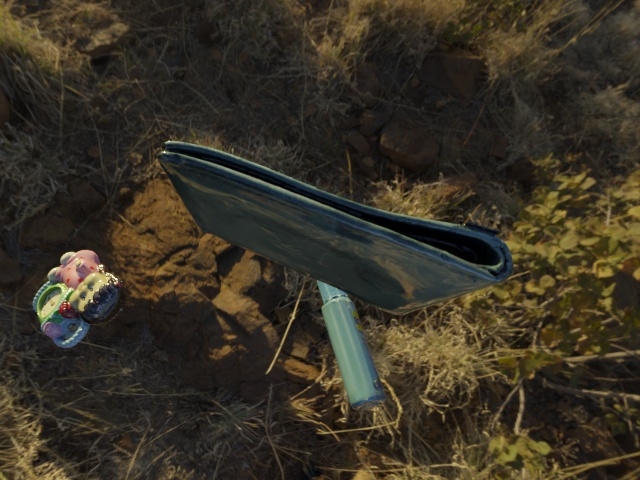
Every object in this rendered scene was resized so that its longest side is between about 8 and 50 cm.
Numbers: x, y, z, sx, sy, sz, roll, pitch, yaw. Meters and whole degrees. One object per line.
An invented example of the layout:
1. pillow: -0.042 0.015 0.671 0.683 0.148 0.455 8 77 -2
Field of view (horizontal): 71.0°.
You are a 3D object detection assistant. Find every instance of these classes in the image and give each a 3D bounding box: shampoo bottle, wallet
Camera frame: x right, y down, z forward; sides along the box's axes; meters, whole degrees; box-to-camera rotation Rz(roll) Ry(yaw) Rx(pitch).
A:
1. shampoo bottle: 0.051 0.179 0.842 0.061 0.104 0.259 -25 62 12
2. wallet: 0.001 -0.001 0.451 0.290 0.251 0.054 22 74 -4

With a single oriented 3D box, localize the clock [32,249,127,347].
1. clock: -0.535 0.136 1.001 0.195 0.100 0.194 27 78 36
